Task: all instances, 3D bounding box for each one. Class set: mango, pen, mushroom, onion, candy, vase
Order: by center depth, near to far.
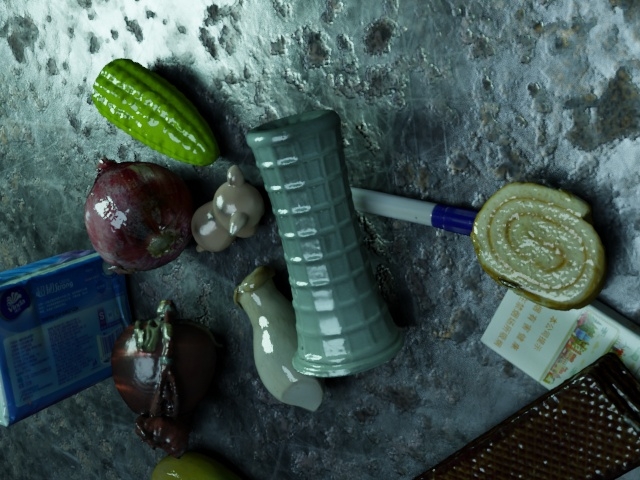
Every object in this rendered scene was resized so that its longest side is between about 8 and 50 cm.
[{"bbox_3d":[0.000,0.000,1.060,0.143,0.143,0.299,-3,108,35],"label":"vase"},{"bbox_3d":[0.077,-0.043,1.086,0.269,0.033,0.033,13,110,32],"label":"pen"},{"bbox_3d":[-0.055,0.134,1.186,0.088,0.097,0.212,-27,76,11],"label":"mushroom"},{"bbox_3d":[-0.223,-0.171,1.225,0.209,0.096,0.097,37,121,15],"label":"candy"},{"bbox_3d":[-0.268,-0.052,1.259,0.195,0.159,0.159,51,127,32],"label":"onion"},{"bbox_3d":[-0.173,0.393,1.353,0.194,0.092,0.130,5,104,24],"label":"mango"}]

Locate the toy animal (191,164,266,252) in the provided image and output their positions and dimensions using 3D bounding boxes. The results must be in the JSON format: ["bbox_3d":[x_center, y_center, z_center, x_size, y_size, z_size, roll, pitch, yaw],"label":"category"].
[{"bbox_3d":[-0.128,-0.031,1.202,0.083,0.089,0.150,53,134,7],"label":"toy animal"}]

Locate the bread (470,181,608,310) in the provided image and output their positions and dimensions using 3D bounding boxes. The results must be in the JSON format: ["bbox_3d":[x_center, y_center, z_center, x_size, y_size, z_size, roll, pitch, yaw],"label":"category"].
[{"bbox_3d":[0.237,0.003,0.944,0.149,0.073,0.122,27,93,24],"label":"bread"}]

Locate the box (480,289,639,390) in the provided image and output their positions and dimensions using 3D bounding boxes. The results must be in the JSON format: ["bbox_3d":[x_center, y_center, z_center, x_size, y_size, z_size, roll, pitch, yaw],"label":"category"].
[{"bbox_3d":[0.296,0.128,0.981,0.220,0.032,0.122,35,120,23],"label":"box"}]

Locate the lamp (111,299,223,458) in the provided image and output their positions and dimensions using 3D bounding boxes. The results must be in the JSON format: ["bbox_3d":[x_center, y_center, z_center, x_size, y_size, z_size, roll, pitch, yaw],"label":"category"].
[{"bbox_3d":[-0.238,0.200,1.297,0.151,0.215,0.223,21,82,-4],"label":"lamp"}]

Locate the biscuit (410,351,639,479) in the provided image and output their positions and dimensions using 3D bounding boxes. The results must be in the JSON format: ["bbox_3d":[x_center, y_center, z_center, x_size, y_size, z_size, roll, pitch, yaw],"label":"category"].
[{"bbox_3d":[0.223,0.267,1.022,0.107,0.073,0.388,53,132,12],"label":"biscuit"}]

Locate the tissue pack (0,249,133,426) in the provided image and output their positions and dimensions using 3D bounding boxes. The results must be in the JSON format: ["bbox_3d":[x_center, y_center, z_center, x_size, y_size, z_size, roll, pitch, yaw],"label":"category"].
[{"bbox_3d":[-0.424,0.137,1.341,0.146,0.263,0.198,0,103,35],"label":"tissue pack"}]
